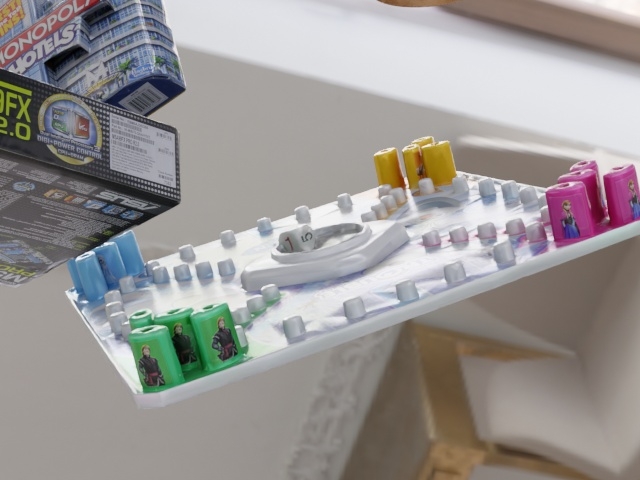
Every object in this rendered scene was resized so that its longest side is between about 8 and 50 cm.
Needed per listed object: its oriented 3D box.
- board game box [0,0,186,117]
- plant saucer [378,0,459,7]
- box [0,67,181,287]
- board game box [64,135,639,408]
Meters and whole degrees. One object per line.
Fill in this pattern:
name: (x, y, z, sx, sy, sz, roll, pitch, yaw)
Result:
board game box: (-0.221, -0.158, 1.012, 0.194, 0.060, 0.194, -31, 55, 18)
plant saucer: (0.072, -0.178, 0.801, 0.083, 0.083, 0.013, -98, -1, -58)
box: (-0.263, -0.047, 0.804, 0.216, 0.270, 0.060, -23, 62, 41)
board game box: (0.000, 0.000, 0.967, 0.390, 0.389, 0.050, -157, 51, -70)
